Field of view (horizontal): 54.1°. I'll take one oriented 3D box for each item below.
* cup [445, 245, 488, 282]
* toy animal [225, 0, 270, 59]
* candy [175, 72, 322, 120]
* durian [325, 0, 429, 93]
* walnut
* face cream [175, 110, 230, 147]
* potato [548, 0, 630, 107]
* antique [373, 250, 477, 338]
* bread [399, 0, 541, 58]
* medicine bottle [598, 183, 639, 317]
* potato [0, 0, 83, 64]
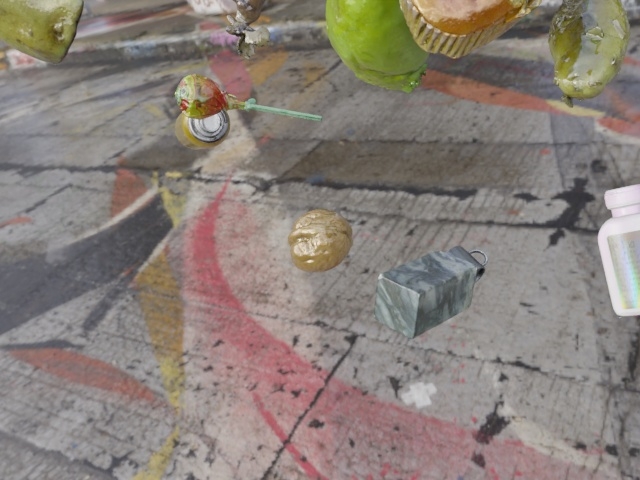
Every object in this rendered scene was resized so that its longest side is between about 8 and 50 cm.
[{"bbox_3d":[0.324,0.054,1.406,0.100,0.078,0.077,-36,62,-3],"label":"cup"},{"bbox_3d":[-0.191,-0.605,1.656,0.214,0.186,0.094,-48,14,19],"label":"toy animal"},{"bbox_3d":[-0.093,-0.180,0.841,0.201,0.060,0.060,6,24,-19],"label":"candy"},{"bbox_3d":[0.114,-0.437,1.155,0.204,0.256,0.339,22,5,24],"label":"durian"},{"bbox_3d":[0.000,0.000,1.496,0.166,0.149,0.167,-21,57,37],"label":"walnut"},{"bbox_3d":[-0.267,-0.259,1.414,0.105,0.105,0.348,-21,12,-12],"label":"face cream"},{"bbox_3d":[0.409,-0.302,0.963,0.117,0.090,0.226,-11,51,37],"label":"potato"},{"bbox_3d":[0.184,0.085,1.066,0.183,0.086,0.088,-18,32,-41],"label":"antique"},{"bbox_3d":[0.237,-0.390,0.929,0.250,0.179,0.133,-28,-4,-1],"label":"bread"},{"bbox_3d":[0.545,0.015,1.080,0.115,0.219,0.078,-13,-2,26],"label":"medicine bottle"},{"bbox_3d":[-0.371,-0.269,0.758,0.120,0.081,0.149,9,8,-39],"label":"potato"}]
